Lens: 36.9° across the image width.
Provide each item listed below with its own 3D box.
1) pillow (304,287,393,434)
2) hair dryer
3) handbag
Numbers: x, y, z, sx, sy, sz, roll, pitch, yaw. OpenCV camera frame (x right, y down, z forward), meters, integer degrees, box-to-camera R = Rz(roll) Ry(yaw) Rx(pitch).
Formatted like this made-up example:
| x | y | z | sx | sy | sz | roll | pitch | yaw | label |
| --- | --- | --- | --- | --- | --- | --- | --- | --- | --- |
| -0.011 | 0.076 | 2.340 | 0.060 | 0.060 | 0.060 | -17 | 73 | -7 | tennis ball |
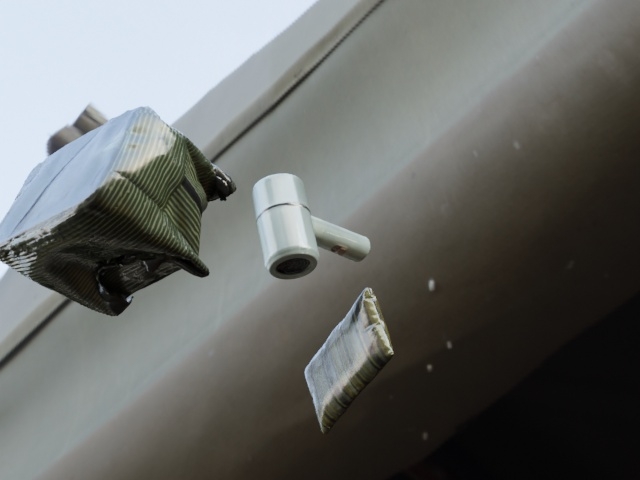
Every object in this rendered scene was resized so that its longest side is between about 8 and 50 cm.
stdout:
| x | y | z | sx | sy | sz | roll | pitch | yaw | label |
| --- | --- | --- | --- | --- | --- | --- | --- | --- | --- |
| 0.037 | 0.168 | 1.312 | 0.038 | 0.113 | 0.203 | 6 | -42 | -29 | pillow |
| 0.000 | 0.000 | 0.848 | 0.047 | 0.082 | 0.137 | -33 | -35 | 31 | hair dryer |
| -0.310 | -0.036 | 1.478 | 0.341 | 0.247 | 0.240 | -23 | -51 | 37 | handbag |
